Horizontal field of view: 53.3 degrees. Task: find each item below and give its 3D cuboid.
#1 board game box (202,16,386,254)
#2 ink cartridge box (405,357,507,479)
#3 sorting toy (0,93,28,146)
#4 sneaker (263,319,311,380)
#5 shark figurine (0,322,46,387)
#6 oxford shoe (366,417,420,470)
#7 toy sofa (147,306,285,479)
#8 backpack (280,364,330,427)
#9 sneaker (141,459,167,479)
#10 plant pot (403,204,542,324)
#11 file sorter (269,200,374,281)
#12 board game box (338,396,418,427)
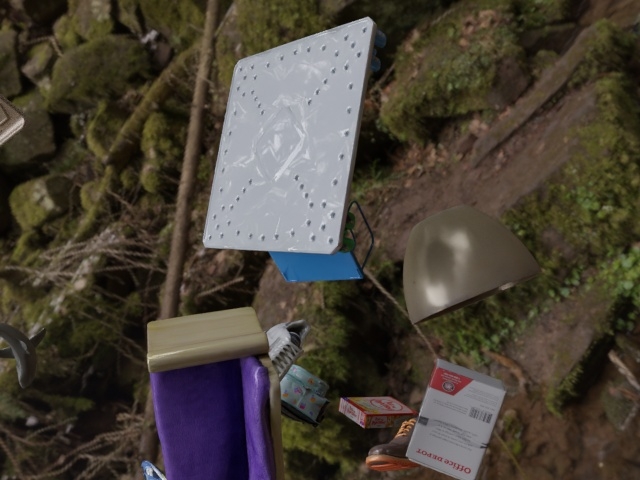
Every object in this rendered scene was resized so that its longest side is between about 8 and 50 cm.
[{"bbox_3d":[-0.058,-0.169,1.154,0.390,0.050,0.389,2,80,48],"label":"board game box"},{"bbox_3d":[0.185,0.245,0.875,0.056,0.099,0.135,-20,-52,-78],"label":"ink cartridge box"},{"bbox_3d":[-0.749,-0.289,1.358,0.193,0.208,0.038,-22,35,33],"label":"sorting toy"},{"bbox_3d":[-0.086,0.213,1.141,0.095,0.090,0.235,-25,16,22],"label":"sneaker"},{"bbox_3d":[-0.848,0.279,1.739,0.116,0.278,0.166,17,63,47],"label":"shark figurine"},{"bbox_3d":[0.236,0.568,1.784,0.130,0.364,0.132,-18,68,31],"label":"oxford shoe"},{"bbox_3d":[-0.135,0.286,0.848,0.177,0.150,0.362,-126,31,-65],"label":"toy sofa"},{"bbox_3d":[-0.080,0.437,1.841,0.166,0.188,0.144,-13,51,62],"label":"backpack"},{"bbox_3d":[-0.458,0.650,1.740,0.144,0.053,0.059,19,63,49],"label":"sneaker"},{"bbox_3d":[0.288,0.038,1.341,0.284,0.284,0.190,-38,69,50],"label":"plant pot"},{"bbox_3d":[0.000,0.000,1.211,0.170,0.118,0.104,-5,39,31],"label":"file sorter"},{"bbox_3d":[0.175,0.520,1.935,0.147,0.194,0.045,15,96,59],"label":"board game box"}]
